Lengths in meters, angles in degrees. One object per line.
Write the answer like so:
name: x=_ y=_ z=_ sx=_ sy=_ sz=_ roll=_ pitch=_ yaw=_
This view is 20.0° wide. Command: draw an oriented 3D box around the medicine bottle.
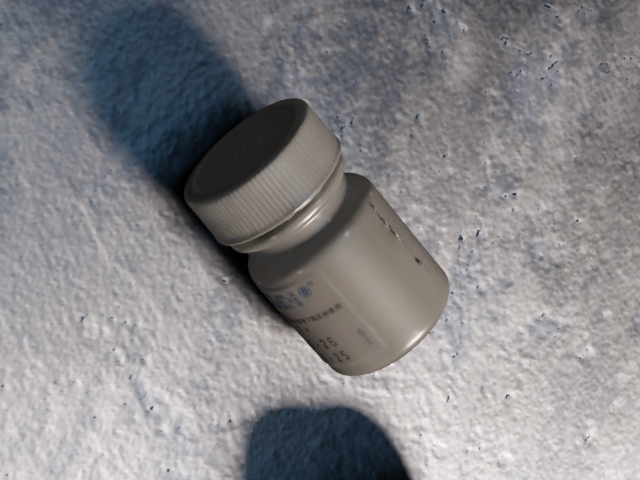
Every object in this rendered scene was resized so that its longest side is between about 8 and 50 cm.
medicine bottle: x=0.000 y=0.000 z=1.188 sx=0.105 sy=0.105 sz=0.168 roll=-48 pitch=115 yaw=-18
